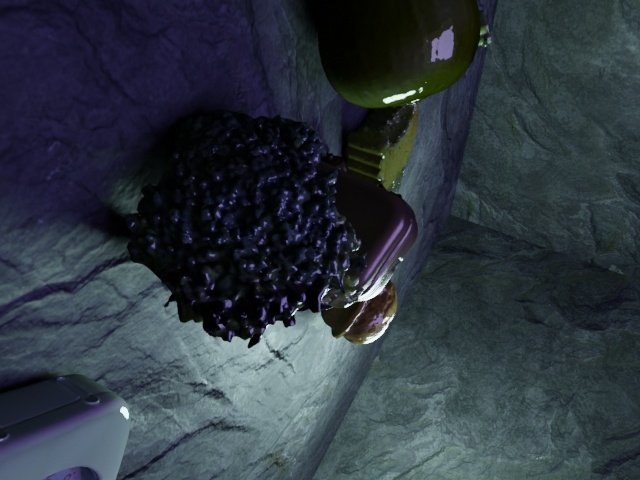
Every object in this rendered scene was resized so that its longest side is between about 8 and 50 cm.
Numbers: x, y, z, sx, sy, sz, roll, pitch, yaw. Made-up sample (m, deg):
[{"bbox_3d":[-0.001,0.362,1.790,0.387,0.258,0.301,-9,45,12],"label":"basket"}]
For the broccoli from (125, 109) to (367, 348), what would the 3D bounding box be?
[{"bbox_3d":[-0.115,-0.017,0.734,0.293,0.347,0.281,-18,156,-7],"label":"broccoli"}]

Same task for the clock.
[{"bbox_3d":[-0.378,0.336,0.588,0.324,0.109,0.265,-70,161,7],"label":"clock"}]

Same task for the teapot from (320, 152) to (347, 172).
[{"bbox_3d":[0.024,-0.169,1.156,0.121,0.076,0.068,-87,174,-55],"label":"teapot"}]

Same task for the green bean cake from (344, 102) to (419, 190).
[{"bbox_3d":[0.158,-0.254,1.327,0.236,0.124,0.233,-52,156,-36],"label":"green bean cake"}]

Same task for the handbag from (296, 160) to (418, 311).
[{"bbox_3d":[0.000,0.000,0.944,0.283,0.302,0.149,-61,156,-3],"label":"handbag"}]

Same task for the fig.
[{"bbox_3d":[0.134,-0.403,0.906,0.316,0.316,0.316,-52,155,-37],"label":"fig"}]

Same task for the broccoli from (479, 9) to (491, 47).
[{"bbox_3d":[0.244,-0.482,1.185,0.260,0.235,0.288,-38,180,23],"label":"broccoli"}]

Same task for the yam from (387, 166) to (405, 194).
[{"bbox_3d":[0.201,-0.173,1.563,0.107,0.107,0.183,-49,154,-42],"label":"yam"}]

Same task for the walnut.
[{"bbox_3d":[0.117,0.194,1.530,0.257,0.224,0.257,-54,179,-2],"label":"walnut"}]
